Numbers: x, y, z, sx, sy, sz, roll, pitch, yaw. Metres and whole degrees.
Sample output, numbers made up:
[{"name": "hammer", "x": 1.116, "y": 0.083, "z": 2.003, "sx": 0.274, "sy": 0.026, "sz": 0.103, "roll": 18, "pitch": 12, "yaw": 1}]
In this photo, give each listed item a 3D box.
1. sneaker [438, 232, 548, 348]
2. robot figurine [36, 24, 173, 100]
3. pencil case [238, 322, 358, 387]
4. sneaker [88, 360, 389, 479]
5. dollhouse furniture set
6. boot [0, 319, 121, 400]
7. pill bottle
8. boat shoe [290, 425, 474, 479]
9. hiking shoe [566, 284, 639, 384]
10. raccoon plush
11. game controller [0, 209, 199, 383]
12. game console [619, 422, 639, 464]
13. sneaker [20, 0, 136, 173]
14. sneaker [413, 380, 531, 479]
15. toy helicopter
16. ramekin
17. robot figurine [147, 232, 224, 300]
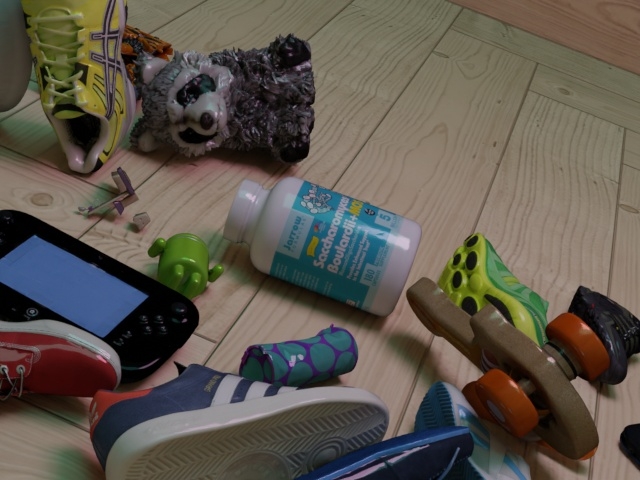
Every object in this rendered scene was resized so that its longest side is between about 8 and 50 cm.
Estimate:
[{"name": "sneaker", "x": 0.262, "y": 0.095, "z": 1.680, "sx": 0.123, "sy": 0.109, "sz": 0.295, "roll": 31, "pitch": 20, "yaw": -27}, {"name": "robot figurine", "x": -0.359, "y": -0.309, "z": 2.000, "sx": 0.211, "sy": 0.085, "sz": 0.291, "roll": 24, "pitch": 28, "yaw": 7}, {"name": "pencil case", "x": -0.026, "y": 0.148, "z": 1.414, "sx": 0.152, "sy": 0.064, "sz": 0.070, "roll": -8, "pitch": 54, "yaw": -42}, {"name": "sneaker", "x": -0.088, "y": 0.190, "z": 1.238, "sx": 0.350, "sy": 0.131, "sz": 0.148, "roll": 3, "pitch": 25, "yaw": -37}, {"name": "dollhouse furniture set", "x": -0.305, "y": -0.051, "z": 1.656, "sx": 0.081, "sy": 0.091, "sz": 0.114, "roll": -30, "pitch": 14, "yaw": -5}, {"name": "boot", "x": -0.341, "y": 0.156, "z": 1.184, "sx": 0.244, "sy": 0.088, "sz": 0.176, "roll": 11, "pitch": 30, "yaw": -3}, {"name": "pill bottle", "x": 0.000, "y": 0.000, "z": 1.610, "sx": 0.264, "sy": 0.146, "sz": 0.146, "roll": 20, "pitch": 28, "yaw": 2}, {"name": "boat shoe", "x": 0.059, "y": 0.271, "z": 1.227, "sx": 0.258, "sy": 0.089, "sz": 0.109, "roll": -16, "pitch": -3, "yaw": -26}, {"name": "hiking shoe", "x": 0.445, "y": 0.142, "z": 1.700, "sx": 0.114, "sy": 0.086, "sz": 0.227, "roll": 13, "pitch": 27, "yaw": -5}, {"name": "raccoon plush", "x": -0.183, "y": -0.232, "z": 1.961, "sx": 0.299, "sy": 0.216, "sz": 0.446, "roll": -2, "pitch": 2, "yaw": -10}, {"name": "game controller", "x": -0.310, "y": 0.063, "z": 1.384, "sx": 0.319, "sy": 0.067, "sz": 0.166, "roll": 26, "pitch": 28, "yaw": 13}, {"name": "game console", "x": 0.586, "y": 0.275, "z": 1.460, "sx": 0.250, "sy": 0.173, "sz": 0.293, "roll": -1, "pitch": 33, "yaw": -34}, {"name": "sneaker", "x": -0.346, "y": -0.262, "z": 1.632, "sx": 0.145, "sy": 0.384, "sz": 0.147, "roll": -4, "pitch": 46, "yaw": 7}, {"name": "sneaker", "x": 0.183, "y": 0.260, "z": 1.338, "sx": 0.092, "sy": 0.087, "sz": 0.228, "roll": 13, "pitch": 33, "yaw": -31}, {"name": "toy helicopter", "x": 0.228, "y": 0.158, "z": 1.447, "sx": 0.140, "sy": 0.235, "sz": 0.355, "roll": -37, "pitch": 39, "yaw": -10}, {"name": "ramekin", "x": -0.563, "y": -0.315, "z": 1.694, "sx": 0.135, "sy": 0.277, "sz": 0.277, "roll": -21, "pitch": 47, "yaw": -41}, {"name": "robot figurine", "x": -0.183, "y": 0.034, "z": 1.515, "sx": 0.101, "sy": 0.067, "sz": 0.115, "roll": 23, "pitch": 26, "yaw": -15}]
